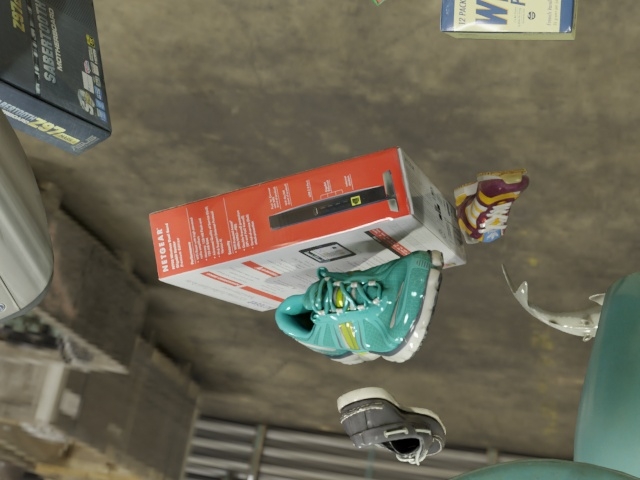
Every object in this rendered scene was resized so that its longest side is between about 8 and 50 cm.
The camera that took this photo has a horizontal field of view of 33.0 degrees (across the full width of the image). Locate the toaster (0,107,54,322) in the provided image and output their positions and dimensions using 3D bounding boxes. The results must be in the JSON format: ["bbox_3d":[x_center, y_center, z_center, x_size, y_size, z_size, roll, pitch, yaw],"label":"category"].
[{"bbox_3d":[-0.246,-0.056,0.620,0.129,0.227,0.146,-21,148,-9],"label":"toaster"}]

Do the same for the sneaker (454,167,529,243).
[{"bbox_3d":[0.230,-0.043,1.424,0.070,0.083,0.185,-5,173,-9],"label":"sneaker"}]

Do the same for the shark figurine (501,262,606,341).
[{"bbox_3d":[0.436,0.104,1.736,0.278,0.116,0.166,-3,119,14],"label":"shark figurine"}]

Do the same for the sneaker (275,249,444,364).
[{"bbox_3d":[0.039,0.073,1.144,0.110,0.107,0.275,22,154,-20],"label":"sneaker"}]

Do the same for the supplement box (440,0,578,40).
[{"bbox_3d":[0.125,-0.161,0.705,0.083,0.056,0.083,3,-172,15],"label":"supplement box"}]

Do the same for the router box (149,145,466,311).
[{"bbox_3d":[0.000,0.000,1.329,0.301,0.082,0.335,-14,166,14],"label":"router box"}]

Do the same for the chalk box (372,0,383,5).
[{"bbox_3d":[0.093,-0.492,1.777,0.132,0.213,0.132,-39,153,2],"label":"chalk box"}]

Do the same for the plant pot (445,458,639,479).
[{"bbox_3d":[0.103,0.238,0.495,0.272,0.271,0.255,4,141,15],"label":"plant pot"}]

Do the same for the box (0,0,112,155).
[{"bbox_3d":[-0.307,-0.221,1.103,0.059,0.232,0.183,-27,151,26],"label":"box"}]

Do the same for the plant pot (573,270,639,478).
[{"bbox_3d":[0.378,0.201,1.039,0.293,0.235,0.293,23,160,9],"label":"plant pot"}]

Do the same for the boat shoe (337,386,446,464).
[{"bbox_3d":[0.083,0.217,1.178,0.075,0.064,0.206,-25,148,20],"label":"boat shoe"}]
